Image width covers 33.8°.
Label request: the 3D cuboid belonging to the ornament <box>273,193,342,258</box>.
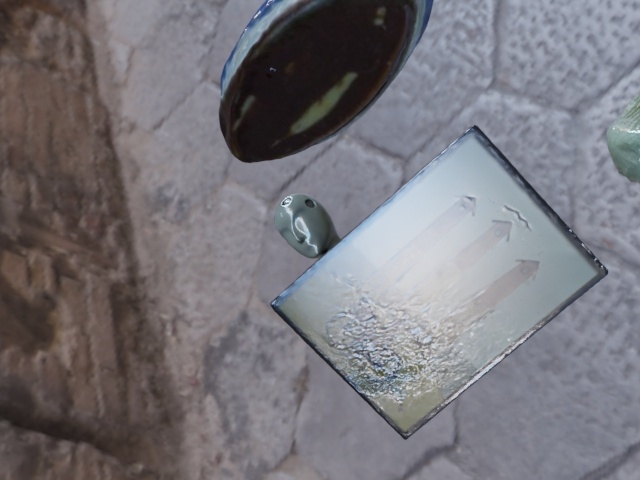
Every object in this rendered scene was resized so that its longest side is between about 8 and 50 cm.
[{"bbox_3d":[0.000,0.000,1.451,0.156,0.081,0.075,46,123,10],"label":"ornament"}]

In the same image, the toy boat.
[{"bbox_3d":[0.000,-0.155,0.826,0.262,0.114,0.115,-42,24,37],"label":"toy boat"}]

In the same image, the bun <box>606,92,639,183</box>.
[{"bbox_3d":[0.448,-0.125,1.236,0.221,0.108,0.221,-21,19,7],"label":"bun"}]

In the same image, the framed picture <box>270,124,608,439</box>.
[{"bbox_3d":[0.138,0.056,1.242,0.324,0.244,0.013,-42,12,13],"label":"framed picture"}]
